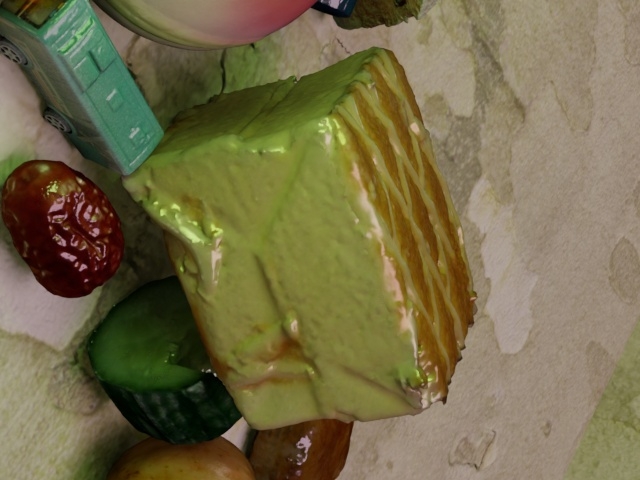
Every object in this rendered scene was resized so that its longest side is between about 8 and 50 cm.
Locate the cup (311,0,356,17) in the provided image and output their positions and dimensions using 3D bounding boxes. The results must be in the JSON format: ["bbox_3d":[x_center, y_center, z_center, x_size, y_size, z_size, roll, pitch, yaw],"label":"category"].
[{"bbox_3d":[-0.005,-0.367,2.025,0.113,0.150,0.138,-135,-113,-84],"label":"cup"}]

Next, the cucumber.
[{"bbox_3d":[-0.184,0.145,1.976,0.191,0.191,0.130,-56,150,-24],"label":"cucumber"}]

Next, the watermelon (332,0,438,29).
[{"bbox_3d":[0.092,-0.340,2.065,0.094,0.241,0.154,33,86,-33],"label":"watermelon"}]

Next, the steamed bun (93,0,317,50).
[{"bbox_3d":[-0.097,-0.334,1.676,0.309,0.309,0.309,-39,139,-43],"label":"steamed bun"}]

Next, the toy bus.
[{"bbox_3d":[-0.256,-0.178,1.697,0.091,0.109,0.261,-52,147,-17],"label":"toy bus"}]

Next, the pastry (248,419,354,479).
[{"bbox_3d":[-0.029,0.315,2.418,0.229,0.100,0.218,-51,151,-39],"label":"pastry"}]

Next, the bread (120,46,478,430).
[{"bbox_3d":[0.000,0.000,1.918,0.390,0.279,0.371,67,22,-16],"label":"bread"}]

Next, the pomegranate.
[{"bbox_3d":[-0.170,0.351,2.057,0.248,0.248,0.248,-39,139,-43],"label":"pomegranate"}]

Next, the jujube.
[{"bbox_3d":[-0.280,-0.015,1.757,0.176,0.109,0.112,67,17,-49],"label":"jujube"}]
